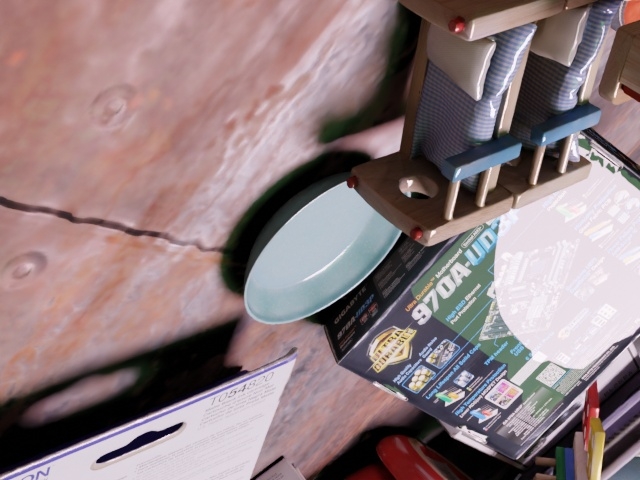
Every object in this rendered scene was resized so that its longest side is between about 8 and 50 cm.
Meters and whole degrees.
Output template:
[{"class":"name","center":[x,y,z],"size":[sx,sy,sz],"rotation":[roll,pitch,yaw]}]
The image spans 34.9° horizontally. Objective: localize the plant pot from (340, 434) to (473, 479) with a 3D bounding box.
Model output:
[{"class":"plant pot","center":[0.076,0.286,0.930],"size":[0.174,0.191,0.191],"rotation":[-52,151,3]}]

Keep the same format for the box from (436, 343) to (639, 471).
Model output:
[{"class":"box","center":[0.188,0.109,0.918],"size":[0.169,0.087,0.290],"rotation":[-44,153,5]}]

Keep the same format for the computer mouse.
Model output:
[{"class":"computer mouse","center":[0.186,0.240,1.134],"size":[0.272,0.072,0.188],"rotation":[-30,151,-45]}]

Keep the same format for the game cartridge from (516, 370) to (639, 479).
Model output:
[{"class":"game cartridge","center":[0.311,0.196,1.072],"size":[0.355,0.068,0.230],"rotation":[-47,168,19]}]

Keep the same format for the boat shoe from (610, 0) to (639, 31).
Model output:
[{"class":"boat shoe","center":[0.191,-0.161,0.581],"size":[0.049,0.043,0.137],"rotation":[-36,153,-13]}]

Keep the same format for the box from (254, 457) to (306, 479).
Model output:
[{"class":"box","center":[-0.133,0.302,0.821],"size":[0.324,0.067,0.063],"rotation":[-37,152,-10]}]

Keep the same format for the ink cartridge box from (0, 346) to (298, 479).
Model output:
[{"class":"ink cartridge box","center":[-0.134,0.160,0.634],"size":[0.223,0.045,0.224],"rotation":[-18,144,-37]}]

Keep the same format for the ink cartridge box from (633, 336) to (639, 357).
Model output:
[{"class":"ink cartridge box","center":[0.416,0.093,1.220],"size":[0.097,0.046,0.207],"rotation":[-16,143,-37]}]

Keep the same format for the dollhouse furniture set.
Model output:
[{"class":"dollhouse furniture set","center":[0.122,-0.049,0.483],"size":[0.129,0.183,0.129],"rotation":[-22,137,-31]}]

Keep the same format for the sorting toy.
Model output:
[{"class":"sorting toy","center":[0.211,0.253,0.904],"size":[0.132,0.046,0.274],"rotation":[-69,162,-59]}]

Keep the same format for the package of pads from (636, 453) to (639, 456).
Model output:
[{"class":"package of pads","center":[0.525,0.163,1.401],"size":[0.296,0.101,0.229],"rotation":[-51,152,17]}]

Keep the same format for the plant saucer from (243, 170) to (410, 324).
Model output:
[{"class":"plant saucer","center":[0.000,0.000,0.597],"size":[0.119,0.021,0.119],"rotation":[-30,149,-20]}]

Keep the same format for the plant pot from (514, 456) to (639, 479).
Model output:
[{"class":"plant pot","center":[0.329,0.390,1.330],"size":[0.290,0.290,0.195],"rotation":[-46,133,9]}]

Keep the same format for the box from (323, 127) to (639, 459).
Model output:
[{"class":"box","center":[0.138,0.032,0.693],"size":[0.175,0.051,0.220],"rotation":[30,109,-26]}]
